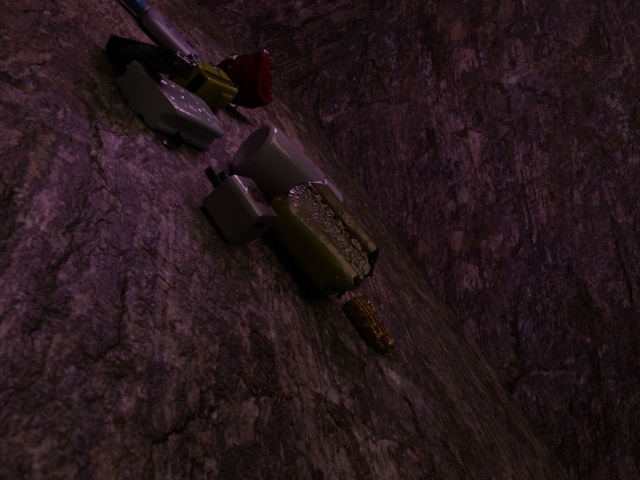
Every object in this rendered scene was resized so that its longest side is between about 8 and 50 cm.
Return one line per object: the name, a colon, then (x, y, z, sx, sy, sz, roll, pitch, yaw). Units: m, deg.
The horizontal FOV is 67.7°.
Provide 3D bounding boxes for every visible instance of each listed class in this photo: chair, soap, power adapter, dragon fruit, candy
chair: (-0.398, -0.278, 1.322, 0.037, 0.042, 0.086, 52, 16, -2)
soap: (-0.426, -0.382, 1.385, 0.172, 0.095, 0.290, 55, 16, 20)
power adapter: (-0.227, -0.106, 1.244, 0.204, 0.125, 0.130, 54, 17, 11)
dragon fruit: (-0.329, -0.645, 2.016, 0.343, 0.283, 0.100, 93, -11, -70)
candy: (-0.483, -0.515, 1.344, 0.313, 0.061, 0.088, 24, 2, 33)

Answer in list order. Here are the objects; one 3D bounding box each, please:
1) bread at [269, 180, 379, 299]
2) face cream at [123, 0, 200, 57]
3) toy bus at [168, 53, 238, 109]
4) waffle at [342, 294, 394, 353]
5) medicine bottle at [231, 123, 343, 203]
bread: (0.000, 0.000, 1.467, 0.251, 0.208, 0.376, -28, 75, -39)
face cream: (-0.629, -0.838, 1.896, 0.337, 0.080, 0.163, 43, 18, -25)
toy bus: (-0.426, -0.581, 1.786, 0.150, 0.128, 0.262, 52, 17, 4)
waffle: (0.170, 0.282, 1.585, 0.210, 0.055, 0.160, 56, 16, 16)
medicine bottle: (-0.107, -0.206, 1.650, 0.371, 0.211, 0.211, 41, 18, -32)
